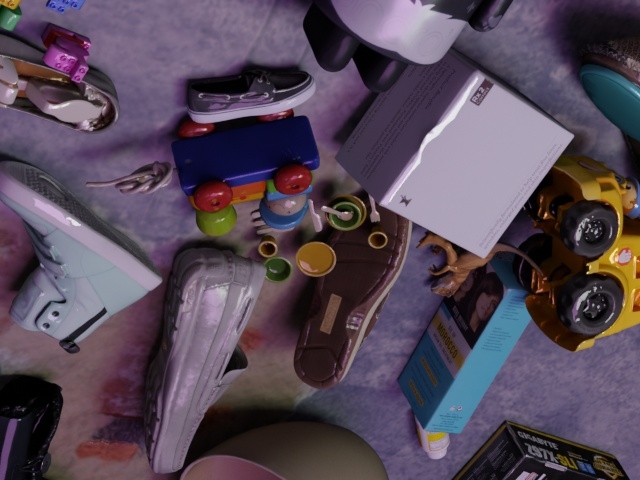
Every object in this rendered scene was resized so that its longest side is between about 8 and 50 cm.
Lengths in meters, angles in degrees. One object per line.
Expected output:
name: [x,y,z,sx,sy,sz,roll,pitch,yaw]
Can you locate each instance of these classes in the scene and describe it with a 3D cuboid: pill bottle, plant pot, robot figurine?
pill bottle: [0.155,0.264,2.112,0.043,0.043,0.083,-20,134,-8]
plant pot: [-0.016,0.343,1.975,0.191,0.284,0.284,-39,148,-42]
robot figurine: [0.091,-0.288,1.518,0.209,0.173,0.278,-13,142,-58]

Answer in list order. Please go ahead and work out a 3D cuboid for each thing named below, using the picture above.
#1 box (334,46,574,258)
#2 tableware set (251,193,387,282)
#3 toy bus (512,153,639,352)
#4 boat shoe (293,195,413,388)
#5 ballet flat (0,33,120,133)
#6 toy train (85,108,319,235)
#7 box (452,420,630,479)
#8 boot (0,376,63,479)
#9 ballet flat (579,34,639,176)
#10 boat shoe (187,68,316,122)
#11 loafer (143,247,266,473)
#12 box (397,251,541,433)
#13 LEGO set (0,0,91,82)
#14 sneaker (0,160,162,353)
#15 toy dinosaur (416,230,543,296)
box: [0.150,-0.105,1.717,0.182,0.119,0.181,27,104,-39]
tableware set: [0.000,0.000,1.780,0.154,0.024,0.104,-11,120,6]
toy bus: [0.349,-0.002,1.800,0.211,0.149,0.220,-10,116,-15]
boat shoe: [0.042,0.053,1.859,0.257,0.095,0.095,-63,168,16]
ballet flat: [-0.293,-0.156,1.518,0.213,0.068,0.072,13,122,-33]
toy train: [-0.126,-0.055,1.678,0.248,0.105,0.143,-12,150,-7]
box: [0.278,0.429,2.292,0.257,0.079,0.322,22,117,-35]
boot: [-0.335,0.266,1.831,0.246,0.094,0.207,-11,114,-71]
ballet flat: [0.441,-0.138,1.845,0.182,0.164,0.483,-50,141,-9]
boat shoe: [-0.073,-0.160,1.633,0.142,0.049,0.040,-14,133,-11]
loafer: [-0.141,0.152,1.827,0.111,0.112,0.319,5,126,-18]
box: [0.190,0.127,1.970,0.060,0.100,0.244,8,124,-30]
LEGO set: [-0.291,-0.224,1.442,0.227,0.093,0.087,19,118,-36]
sneaker: [-0.297,0.027,1.652,0.151,0.094,0.256,-41,136,4]
toy dinosaur: [0.186,0.011,1.858,0.112,0.211,0.064,38,65,-9]
